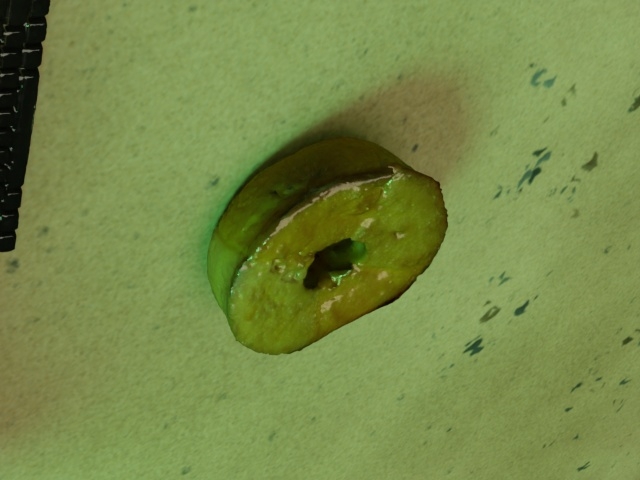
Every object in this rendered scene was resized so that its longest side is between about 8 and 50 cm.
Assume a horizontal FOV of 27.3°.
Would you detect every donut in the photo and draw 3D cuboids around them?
[{"bbox_3d":[-0.001,-0.001,0.995,0.190,0.074,0.174,-37,147,-2],"label":"donut"}]

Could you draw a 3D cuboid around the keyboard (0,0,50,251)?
[{"bbox_3d":[-0.195,-0.105,0.720,0.106,0.027,0.317,-15,138,-36],"label":"keyboard"}]
